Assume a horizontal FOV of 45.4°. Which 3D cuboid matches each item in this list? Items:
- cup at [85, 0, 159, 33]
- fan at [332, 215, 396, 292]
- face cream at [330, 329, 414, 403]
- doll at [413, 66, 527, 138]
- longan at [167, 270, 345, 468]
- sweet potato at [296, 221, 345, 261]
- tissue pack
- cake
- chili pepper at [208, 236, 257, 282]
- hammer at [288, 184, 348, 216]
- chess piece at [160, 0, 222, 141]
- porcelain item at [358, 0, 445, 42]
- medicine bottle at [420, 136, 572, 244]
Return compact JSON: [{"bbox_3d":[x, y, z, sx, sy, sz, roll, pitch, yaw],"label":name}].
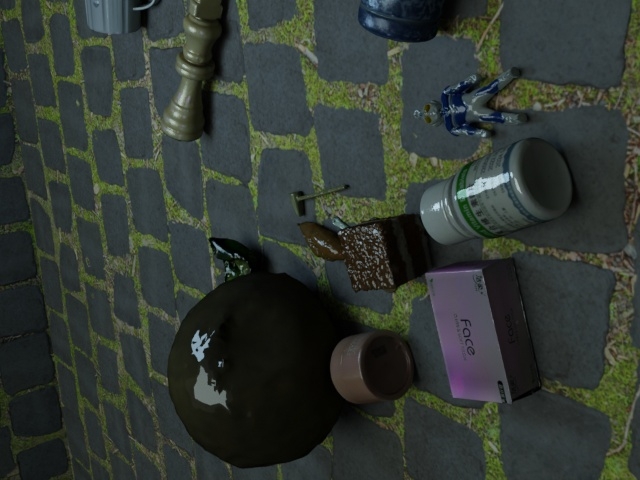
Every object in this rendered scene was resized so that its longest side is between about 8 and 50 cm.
[{"bbox_3d":[-0.563,-0.682,2.123,0.221,0.167,0.202,38,132,41],"label":"cup"},{"bbox_3d":[0.100,0.004,1.648,0.227,0.008,0.152,37,129,37],"label":"fan"},{"bbox_3d":[0.109,0.267,1.611,0.104,0.149,0.149,-21,86,52],"label":"face cream"},{"bbox_3d":[0.251,-0.227,1.338,0.227,0.057,0.114,-4,103,50],"label":"doll"},{"bbox_3d":[-0.145,0.295,1.743,0.404,0.404,0.435,-14,89,53],"label":"longan"},{"bbox_3d":[0.000,0.000,1.735,0.068,0.060,0.206,-57,41,7],"label":"sweet potato"},{"bbox_3d":[0.291,0.163,1.392,0.148,0.092,0.246,-9,96,54],"label":"tissue pack"},{"bbox_3d":[0.132,0.020,1.494,0.134,0.147,0.135,-7,96,48],"label":"cake"},{"bbox_3d":[-0.213,0.118,2.018,0.148,0.116,0.264,20,119,34],"label":"chili pepper"},{"bbox_3d":[-0.002,-0.094,1.730,0.195,0.028,0.060,-10,99,51],"label":"hammer"},{"bbox_3d":[-0.318,-0.446,1.940,0.117,0.117,0.397,46,133,32],"label":"chess piece"},{"bbox_3d":[0.143,-0.415,1.332,0.147,0.147,0.114,38,132,38],"label":"porcelain item"},{"bbox_3d":[0.285,-0.073,1.280,0.237,0.139,0.139,-20,86,52],"label":"medicine bottle"}]
